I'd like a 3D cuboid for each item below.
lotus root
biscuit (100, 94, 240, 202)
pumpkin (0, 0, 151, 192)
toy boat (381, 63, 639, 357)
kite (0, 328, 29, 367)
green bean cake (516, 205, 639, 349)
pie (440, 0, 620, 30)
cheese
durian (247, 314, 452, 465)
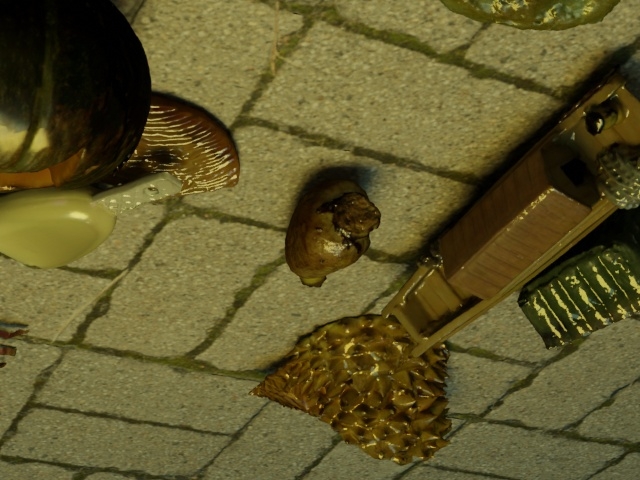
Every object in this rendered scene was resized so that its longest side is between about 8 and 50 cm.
[{"bbox_3d":[0.000,0.000,1.573,0.094,0.108,0.190,31,149,-7],"label":"lotus root"},{"bbox_3d":[-0.202,-0.095,1.460,0.229,0.031,0.176,-4,144,-6],"label":"biscuit"},{"bbox_3d":[-0.305,-0.139,1.193,0.321,0.192,0.320,-1,176,0],"label":"pumpkin"},{"bbox_3d":[0.229,-0.010,1.537,0.162,0.136,0.445,-32,170,-49],"label":"toy boat"},{"bbox_3d":[-0.556,0.110,1.696,0.361,0.022,0.204,11,141,-23],"label":"kite"},{"bbox_3d":[0.338,0.034,1.628,0.181,0.173,0.094,-32,96,34],"label":"green bean cake"},{"bbox_3d":[0.207,-0.313,1.196,0.323,0.070,0.323,-4,144,-3],"label":"pie"},{"bbox_3d":[-0.258,-0.033,1.485,0.252,0.054,0.127,-17,147,31],"label":"cheese"},{"bbox_3d":[0.079,0.187,1.864,0.305,0.185,0.195,19,115,-21],"label":"durian"}]
